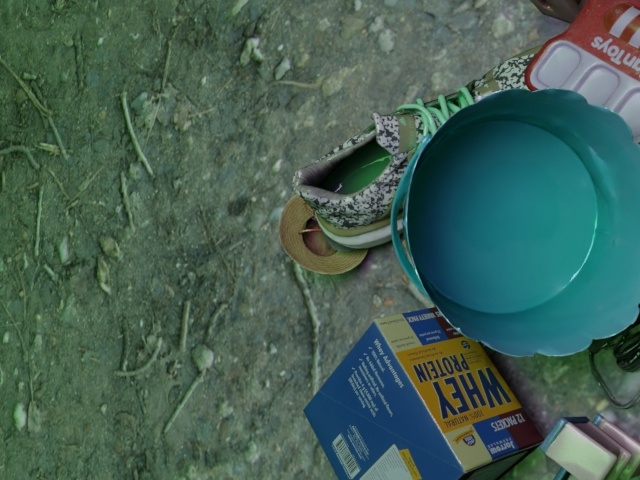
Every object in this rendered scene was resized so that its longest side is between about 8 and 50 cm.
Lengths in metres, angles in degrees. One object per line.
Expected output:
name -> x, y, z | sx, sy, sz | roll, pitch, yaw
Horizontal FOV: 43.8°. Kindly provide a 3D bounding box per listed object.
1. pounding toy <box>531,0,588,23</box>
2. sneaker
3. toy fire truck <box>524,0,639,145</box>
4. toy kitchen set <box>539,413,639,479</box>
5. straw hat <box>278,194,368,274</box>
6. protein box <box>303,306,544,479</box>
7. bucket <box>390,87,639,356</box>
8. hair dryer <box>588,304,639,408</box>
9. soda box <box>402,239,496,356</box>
pounding toy -> 0.295, -0.358, 0.973 | 0.100, 0.141, 0.130 | 34, 101, 36
sneaker -> 0.139, -0.121, 1.005 | 0.410, 0.182, 0.158 | -32, 66, 18
toy fire truck -> 0.400, -0.189, 0.839 | 0.302, 0.169, 0.254 | 44, 106, 30
toy kitchen set -> 0.239, 0.277, 0.873 | 0.122, 0.166, 0.207 | 36, 102, 35
straw hat -> 0.000, 0.000, 1.164 | 0.061, 0.144, 0.144 | 114, 139, -57
protein box -> 0.114, 0.221, 0.957 | 0.200, 0.136, 0.201 | 59, 135, 28
bucket -> 0.214, -0.020, 0.867 | 0.281, 0.183, 0.281 | 0, 93, 1
hair dryer -> 0.385, 0.032, 0.870 | 0.223, 0.080, 0.294 | -11, 73, 36
soda box -> 0.179, 0.061, 1.027 | 0.061, 0.058, 0.181 | -39, 60, 25
